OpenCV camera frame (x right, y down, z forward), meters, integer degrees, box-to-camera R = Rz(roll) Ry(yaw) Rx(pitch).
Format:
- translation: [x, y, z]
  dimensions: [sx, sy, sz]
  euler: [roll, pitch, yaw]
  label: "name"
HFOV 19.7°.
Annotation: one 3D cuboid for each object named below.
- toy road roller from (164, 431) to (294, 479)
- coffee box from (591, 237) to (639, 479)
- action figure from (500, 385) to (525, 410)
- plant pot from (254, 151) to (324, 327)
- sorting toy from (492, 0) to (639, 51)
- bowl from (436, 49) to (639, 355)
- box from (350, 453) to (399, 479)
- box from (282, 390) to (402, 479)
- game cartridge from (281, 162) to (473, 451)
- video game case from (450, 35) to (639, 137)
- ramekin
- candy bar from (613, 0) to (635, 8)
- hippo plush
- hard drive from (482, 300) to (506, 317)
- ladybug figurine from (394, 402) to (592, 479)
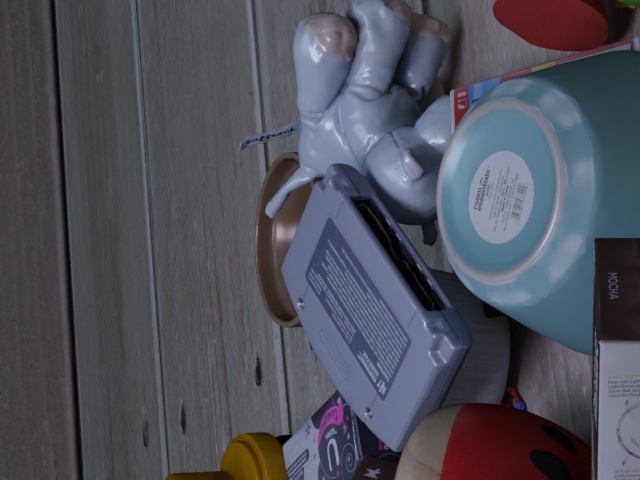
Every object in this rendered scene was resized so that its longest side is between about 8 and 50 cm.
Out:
- translation: [-0.095, 0.427, 2.536]
  dimensions: [0.202, 0.241, 0.329]
  euler: [-152, 65, -65]
  label: "toy road roller"
- translation: [0.298, 0.162, 1.611]
  dimensions: [0.168, 0.119, 0.297]
  euler: [-78, -14, -57]
  label: "coffee box"
- translation: [0.226, 0.214, 2.060]
  dimensions: [0.038, 0.030, 0.115]
  euler: [-67, 33, 32]
  label: "action figure"
- translation: [0.000, 0.000, 2.496]
  dimensions: [0.237, 0.110, 0.237]
  euler: [-179, 90, -66]
  label: "plant pot"
- translation: [0.313, -0.300, 1.792]
  dimensions: [0.365, 0.127, 0.126]
  euler: [-22, 47, 57]
  label: "sorting toy"
- translation: [0.231, -0.043, 1.796]
  dimensions: [0.311, 0.163, 0.311]
  euler: [-9, 78, 51]
  label: "bowl"
- translation: [0.092, 0.458, 2.117]
  dimensions: [0.143, 0.191, 0.381]
  euler: [-48, -30, -65]
  label: "box"
- translation: [0.062, 0.285, 2.298]
  dimensions: [0.247, 0.142, 0.163]
  euler: [131, 135, -56]
  label: "box"
- translation: [0.055, 0.081, 2.047]
  dimensions: [0.294, 0.060, 0.196]
  euler: [58, 136, 35]
  label: "game cartridge"
- translation: [0.242, -0.087, 1.938]
  dimensions: [0.285, 0.025, 0.204]
  euler: [-12, 77, 51]
  label: "video game case"
- translation: [0.140, 0.134, 2.132]
  dimensions: [0.207, 0.109, 0.207]
  euler: [-173, 90, -75]
  label: "ramekin"
- translation: [0.314, -0.317, 1.880]
  dimensions: [0.040, 0.018, 0.161]
  euler: [-175, 86, -67]
  label: "candy bar"
- translation: [0.076, -0.136, 2.135]
  dimensions: [0.236, 0.294, 0.234]
  euler: [44, 162, 47]
  label: "hippo plush"
- translation: [0.225, 0.031, 1.996]
  dimensions: [0.135, 0.022, 0.094]
  euler: [-12, 84, 51]
  label: "hard drive"
- translation: [0.192, 0.302, 1.771]
  dimensions: [0.305, 0.162, 0.449]
  euler: [69, -161, -6]
  label: "ladybug figurine"
